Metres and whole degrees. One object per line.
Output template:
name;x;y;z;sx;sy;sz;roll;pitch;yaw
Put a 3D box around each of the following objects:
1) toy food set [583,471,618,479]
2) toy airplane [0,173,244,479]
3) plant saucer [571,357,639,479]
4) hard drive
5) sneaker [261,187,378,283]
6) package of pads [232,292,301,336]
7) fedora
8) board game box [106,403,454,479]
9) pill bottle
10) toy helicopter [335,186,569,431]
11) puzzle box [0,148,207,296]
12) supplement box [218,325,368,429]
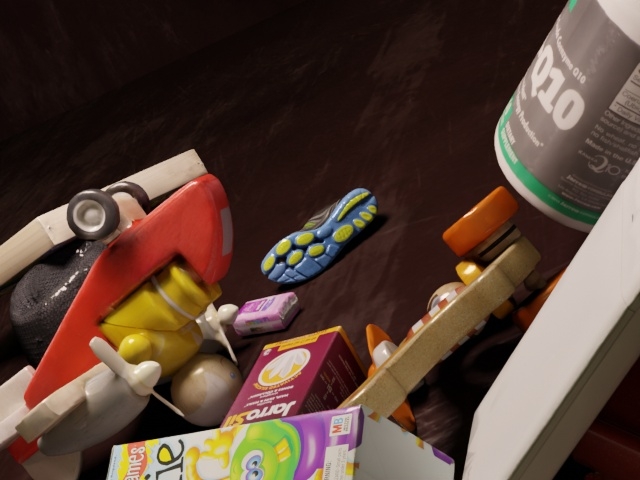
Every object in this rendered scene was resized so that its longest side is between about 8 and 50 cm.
toy food set;0.249;0.197;1.052;0.083;0.020;0.082;-24;22;14
toy airplane;-0.225;0.149;1.522;0.386;0.272;0.384;-57;-5;-35
plant saucer;0.314;0.083;0.975;0.259;0.048;0.258;21;85;56
hard drive;0.200;0.097;1.060;0.307;0.040;0.203;-63;2;32
sneaker;0.000;0.000;1.795;0.188;0.067;0.078;-38;1;-17
package of pads;-0.070;0.096;1.689;0.083;0.032;0.050;-13;24;37
fedora;-0.337;0.091;1.882;0.334;0.152;0.334;-25;22;11
board game box;-0.044;0.243;1.095;0.275;0.144;0.142;-15;55;34
pill bottle;0.339;-0.190;1.333;0.204;0.204;0.361;-51;-9;-44
toy helicopter;0.096;0.107;1.286;0.235;0.140;0.355;-42;-3;40
puzzle box;-0.388;-0.016;2.105;0.272;0.052;0.409;-33;-1;35
supplement box;-0.030;0.184;1.366;0.104;0.080;0.188;-17;24;29
